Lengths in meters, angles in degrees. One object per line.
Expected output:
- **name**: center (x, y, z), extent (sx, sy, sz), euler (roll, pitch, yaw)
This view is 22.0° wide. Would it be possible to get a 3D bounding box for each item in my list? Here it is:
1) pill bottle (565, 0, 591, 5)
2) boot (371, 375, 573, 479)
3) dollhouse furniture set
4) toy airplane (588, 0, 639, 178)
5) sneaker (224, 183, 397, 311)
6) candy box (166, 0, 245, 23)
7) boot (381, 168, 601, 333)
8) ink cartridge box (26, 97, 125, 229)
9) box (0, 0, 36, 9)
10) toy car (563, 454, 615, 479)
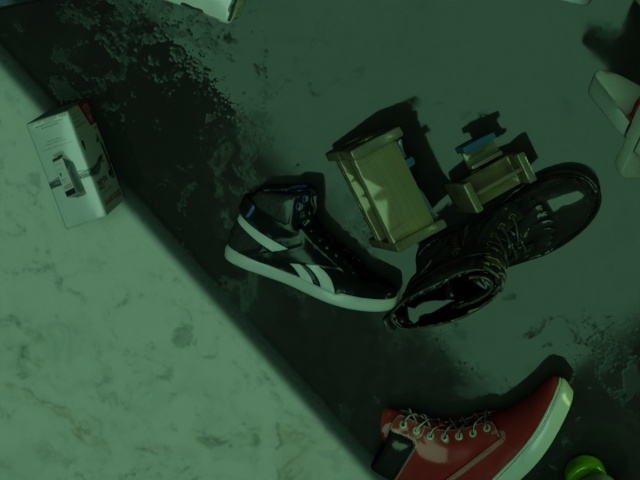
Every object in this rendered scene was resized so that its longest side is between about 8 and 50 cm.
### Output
- **pill bottle**: center (0.279, -0.409, 1.778), extent (0.160, 0.160, 0.283), euler (20, 106, 3)
- **boot**: center (0.175, 0.225, 1.992), extent (0.176, 0.088, 0.244), euler (39, 109, -1)
- **dollhouse furniture set**: center (0.126, -0.086, 1.917), extent (0.184, 0.129, 0.129), euler (-28, 99, -11)
- **toy airplane**: center (0.477, -0.141, 1.703), extent (0.386, 0.384, 0.272), euler (38, 116, -1)
- **sneaker**: center (0.000, 0.000, 1.962), extent (0.217, 0.079, 0.121), euler (18, 107, 5)
- **candy box**: center (-0.134, -0.342, 1.683), extent (0.165, 0.070, 0.196), euler (20, 105, 2)
- **boot**: center (0.200, 0.021, 1.861), extent (0.263, 0.229, 0.091), euler (-29, 98, 14)
- **ink cartridge box**: center (-0.291, -0.093, 1.971), extent (0.056, 0.099, 0.135), euler (-17, 102, 11)
- **box**: center (-0.218, -0.438, 1.817), extent (0.396, 0.212, 0.293), euler (-12, 101, 10)
- **toy car**: center (0.348, 0.381, 1.980), extent (0.188, 0.155, 0.149), euler (42, 106, -16)
